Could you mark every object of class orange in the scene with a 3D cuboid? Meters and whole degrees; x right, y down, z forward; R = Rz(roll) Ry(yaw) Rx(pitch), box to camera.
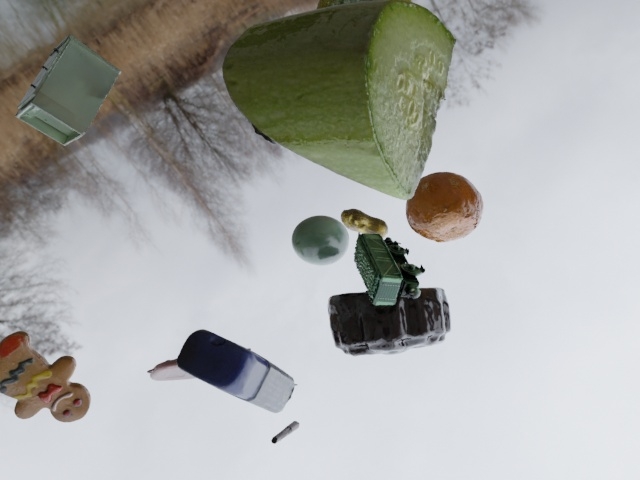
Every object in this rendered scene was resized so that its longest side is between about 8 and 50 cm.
[{"bbox_3d":[0.301,-0.085,1.383,0.194,0.193,0.161,-19,-121,33],"label":"orange"}]

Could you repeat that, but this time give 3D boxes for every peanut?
[{"bbox_3d":[0.171,-0.065,2.201,0.087,0.207,0.087,-56,-159,36],"label":"peanut"}]

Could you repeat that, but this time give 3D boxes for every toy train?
[{"bbox_3d":[0.192,0.083,1.596,0.155,0.115,0.269,-1,-147,-12],"label":"toy train"}]

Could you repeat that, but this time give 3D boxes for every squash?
[{"bbox_3d":[0.024,-0.182,0.633,0.155,0.204,0.236,-5,-121,39],"label":"squash"}]

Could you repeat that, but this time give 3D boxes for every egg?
[{"bbox_3d":[0.000,0.000,1.865,0.168,0.167,0.231,-19,169,32],"label":"egg"}]

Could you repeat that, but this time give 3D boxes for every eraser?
[{"bbox_3d":[-0.165,0.287,1.206,0.155,0.332,0.101,20,-106,20],"label":"eraser"}]

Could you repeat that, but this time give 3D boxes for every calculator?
[{"bbox_3d":[-0.405,0.418,1.869,0.330,0.048,0.220,-2,156,-27],"label":"calculator"}]

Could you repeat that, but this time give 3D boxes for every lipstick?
[{"bbox_3d":[-0.103,0.561,1.645,0.027,0.027,0.176,-28,169,15],"label":"lipstick"}]

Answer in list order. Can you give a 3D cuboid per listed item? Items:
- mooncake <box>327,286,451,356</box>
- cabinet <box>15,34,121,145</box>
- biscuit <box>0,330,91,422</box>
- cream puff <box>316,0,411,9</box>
[{"bbox_3d":[0.219,0.248,1.758,0.382,0.212,0.350,-5,168,-11],"label":"mooncake"},{"bbox_3d":[-0.639,-0.373,1.418,0.145,0.150,0.205,-5,-122,48],"label":"cabinet"},{"bbox_3d":[-0.607,0.311,1.219,0.165,0.250,0.036,-47,-155,-8],"label":"biscuit"},{"bbox_3d":[0.090,-0.443,1.213,0.221,0.194,0.194,3,-143,21],"label":"cream puff"}]
